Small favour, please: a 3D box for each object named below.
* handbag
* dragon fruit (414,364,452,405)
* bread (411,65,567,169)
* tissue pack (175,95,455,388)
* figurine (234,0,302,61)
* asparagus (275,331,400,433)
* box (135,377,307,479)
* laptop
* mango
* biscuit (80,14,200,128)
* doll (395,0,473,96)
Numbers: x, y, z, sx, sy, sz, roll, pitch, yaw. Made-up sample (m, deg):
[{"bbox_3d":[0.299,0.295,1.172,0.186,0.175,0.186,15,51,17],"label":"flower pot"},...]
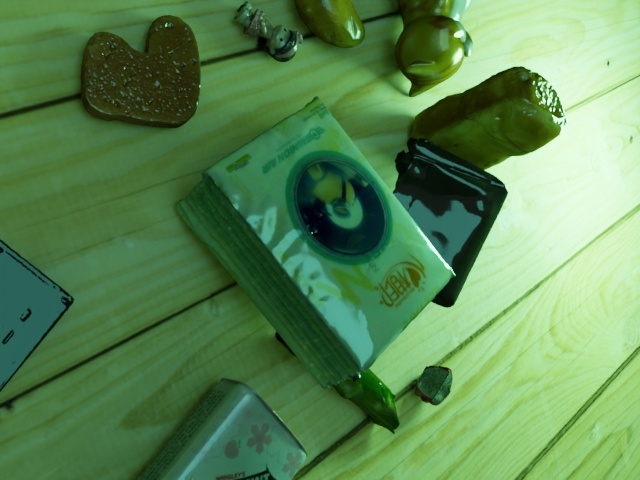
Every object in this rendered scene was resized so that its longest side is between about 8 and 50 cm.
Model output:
[{"bbox_3d":[0.216,-0.038,1.338,0.257,0.113,0.285,27,90,-24],"label":"handbag"},{"bbox_3d":[0.233,0.297,1.374,0.083,0.056,0.060,-59,142,-19],"label":"dragon fruit"},{"bbox_3d":[0.337,-0.231,1.359,0.166,0.294,0.132,28,64,-33],"label":"bread"},{"bbox_3d":[0.000,0.000,1.102,0.287,0.162,0.388,-40,93,-35],"label":"tissue pack"},{"bbox_3d":[-0.092,-0.371,1.191,0.129,0.054,0.072,30,53,-24],"label":"figurine"},{"bbox_3d":[0.051,0.245,1.220,0.343,0.082,0.085,43,58,-28],"label":"asparagus"},{"bbox_3d":[-0.192,0.406,0.994,0.190,0.112,0.370,52,57,-21],"label":"box"},{"bbox_3d":[-0.445,0.110,0.877,0.154,0.026,0.207,47,60,-26],"label":"laptop"},{"bbox_3d":[0.016,-0.428,1.259,0.165,0.089,0.115,56,47,-23],"label":"mango"},{"bbox_3d":[-0.277,-0.269,1.042,0.192,0.036,0.186,2,82,-38],"label":"biscuit"},{"bbox_3d":[0.234,-0.452,1.386,0.166,0.162,0.270,32,56,-65],"label":"doll"}]
